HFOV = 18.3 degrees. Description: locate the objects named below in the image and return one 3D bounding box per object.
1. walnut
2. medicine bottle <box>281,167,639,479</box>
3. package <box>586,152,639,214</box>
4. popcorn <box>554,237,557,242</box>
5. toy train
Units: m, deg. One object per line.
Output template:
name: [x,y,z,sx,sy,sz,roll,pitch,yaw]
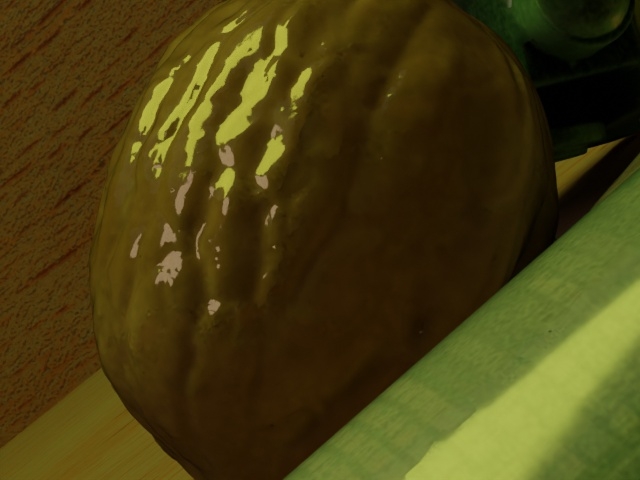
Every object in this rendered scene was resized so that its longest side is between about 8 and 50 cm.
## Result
walnut: [0.000,0.000,0.932,0.261,0.225,0.225,-65,10,-10]
medicine bottle: [0.066,0.071,0.409,0.274,0.133,0.133,-39,5,-9]
package: [0.189,-0.035,0.855,0.251,0.062,0.204,-29,12,43]
popcorn: [0.098,0.014,1.104,0.083,0.068,0.059,-15,32,-17]
toy train: [0.126,-0.108,1.183,0.253,0.160,0.397,-17,-3,-21]
